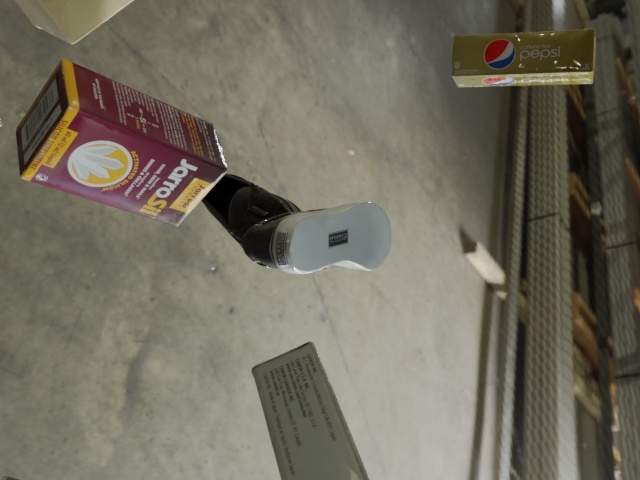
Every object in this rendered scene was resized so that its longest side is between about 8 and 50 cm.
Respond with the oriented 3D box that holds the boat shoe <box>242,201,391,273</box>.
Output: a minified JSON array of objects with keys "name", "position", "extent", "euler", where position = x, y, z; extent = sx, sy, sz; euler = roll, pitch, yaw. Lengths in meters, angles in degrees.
[{"name":"boat shoe","position":[0.000,0.000,0.798],"extent":[0.229,0.076,0.080],"euler":[-13,104,-57]}]

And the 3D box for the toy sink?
[{"name":"toy sink","position":[-0.314,-0.347,0.888],"extent":[0.153,0.234,0.131],"euler":[-43,131,-14]}]

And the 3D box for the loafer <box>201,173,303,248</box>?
[{"name":"loafer","position":[-0.134,-0.052,1.206],"extent":[0.095,0.303,0.109],"euler":[33,89,-39]}]

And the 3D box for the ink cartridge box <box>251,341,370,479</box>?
[{"name":"ink cartridge box","position":[0.035,0.246,0.524],"extent":[0.275,0.060,0.238],"euler":[-117,-175,-57]}]

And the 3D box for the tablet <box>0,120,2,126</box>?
[{"name":"tablet","position":[-0.447,-0.166,0.910],"extent":[0.083,0.006,0.054],"euler":[-9,69,-49]}]

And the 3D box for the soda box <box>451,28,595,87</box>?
[{"name":"soda box","position":[0.272,-0.242,0.975],"extent":[0.061,0.182,0.058],"euler":[9,83,-70]}]

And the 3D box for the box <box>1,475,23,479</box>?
[{"name":"box","position":[-0.264,0.322,0.644],"extent":[0.137,0.225,0.036],"euler":[27,10,-24]}]

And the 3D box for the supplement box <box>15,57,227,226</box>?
[{"name":"supplement box","position":[-0.208,-0.097,0.772],"extent":[0.188,0.104,0.080],"euler":[19,37,-41]}]
